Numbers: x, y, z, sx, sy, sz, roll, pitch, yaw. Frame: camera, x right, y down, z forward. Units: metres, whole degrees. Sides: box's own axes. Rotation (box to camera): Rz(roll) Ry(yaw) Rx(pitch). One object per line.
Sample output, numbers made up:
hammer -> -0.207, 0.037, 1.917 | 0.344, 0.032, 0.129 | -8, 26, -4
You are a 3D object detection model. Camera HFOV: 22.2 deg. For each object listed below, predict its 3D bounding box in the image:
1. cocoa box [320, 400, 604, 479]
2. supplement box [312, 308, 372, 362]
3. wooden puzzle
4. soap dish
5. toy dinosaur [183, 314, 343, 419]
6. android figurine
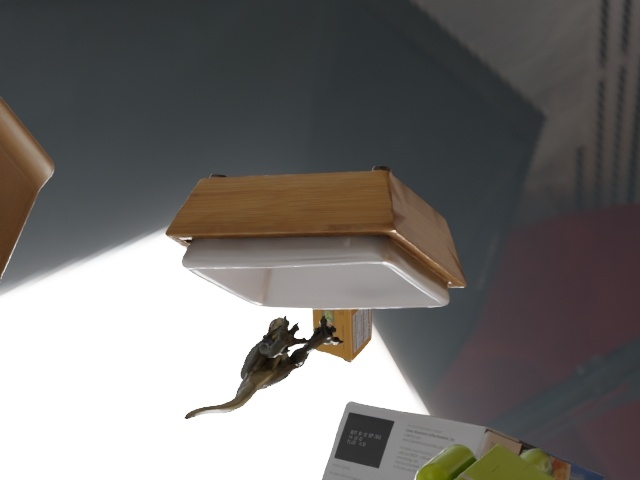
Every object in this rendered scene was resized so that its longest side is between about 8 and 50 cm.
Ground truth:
cocoa box -> 0.180, 0.379, 2.286 | 0.228, 0.231, 0.347 | 25, 168, -30
supplement box -> 0.034, 0.083, 2.667 | 0.078, 0.080, 0.233 | 19, 129, 25
wooden puzzle -> -0.354, -0.034, 1.493 | 0.044, 0.238, 0.221 | 6, 148, 30
soap dish -> 0.000, 0.000, 1.905 | 0.229, 0.291, 0.118 | 34, -121, -59
toy dinosaur -> -0.050, 0.127, 1.751 | 0.064, 0.118, 0.268 | 53, -159, 0
android figurine -> 0.212, 0.290, 1.649 | 0.248, 0.056, 0.273 | 31, -158, 15
